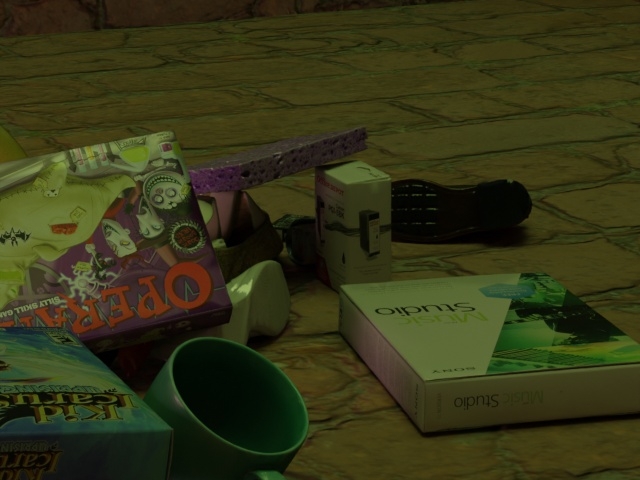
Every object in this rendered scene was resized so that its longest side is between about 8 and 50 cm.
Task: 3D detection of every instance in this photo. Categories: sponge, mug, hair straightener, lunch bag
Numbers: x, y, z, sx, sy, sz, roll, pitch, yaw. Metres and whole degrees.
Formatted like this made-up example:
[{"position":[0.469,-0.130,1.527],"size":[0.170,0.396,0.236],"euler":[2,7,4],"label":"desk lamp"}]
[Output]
[{"position":[-0.055,-0.090,2.220],"size":[0.117,0.031,0.210],"euler":[-5,11,44],"label":"sponge"},{"position":[-0.088,0.165,1.600],"size":[0.129,0.097,0.157],"euler":[27,32,-12],"label":"mug"},{"position":[-0.185,0.043,1.992],"size":[0.089,0.047,0.230],"euler":[0,47,28],"label":"hair straightener"},{"position":[0.000,0.000,2.330],"size":[0.071,0.053,0.083],"euler":[-3,6,-15],"label":"lunch bag"}]

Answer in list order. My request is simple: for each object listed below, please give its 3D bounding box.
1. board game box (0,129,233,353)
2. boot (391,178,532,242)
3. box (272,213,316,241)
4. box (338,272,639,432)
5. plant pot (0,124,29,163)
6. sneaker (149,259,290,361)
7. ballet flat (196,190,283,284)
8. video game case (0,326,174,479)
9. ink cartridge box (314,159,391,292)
[{"position":[-0.278,0.020,1.894],"size":[0.347,0.208,0.056],"euler":[-13,-20,-17],"label":"board game box"},{"position":[0.157,-0.033,2.458],"size":[0.219,0.082,0.106],"euler":[-1,-7,13],"label":"boot"},{"position":[-0.016,-0.013,2.440],"size":[0.083,0.018,0.067],"euler":[5,16,20],"label":"box"},{"position":[0.166,0.102,1.938],"size":[0.232,0.058,0.322],"euler":[-4,16,-13],"label":"box"},{"position":[-0.410,-0.072,2.492],"size":[0.095,0.134,0.134],"euler":[32,23,10],"label":"plant pot"},{"position":[-0.103,0.075,2.024],"size":[0.094,0.080,0.212],"euler":[-6,13,25],"label":"sneaker"},{"position":[-0.121,-0.003,2.220],"size":[0.123,0.123,0.348],"euler":[4,15,15],"label":"ballet flat"},{"position":[-0.285,0.131,1.556],"size":[0.270,0.061,0.244],"euler":[1,17,-28],"label":"video game case"},{"position":[0.036,-0.014,2.216],"size":[0.056,0.135,0.099],"euler":[-7,16,-22],"label":"ink cartridge box"}]
